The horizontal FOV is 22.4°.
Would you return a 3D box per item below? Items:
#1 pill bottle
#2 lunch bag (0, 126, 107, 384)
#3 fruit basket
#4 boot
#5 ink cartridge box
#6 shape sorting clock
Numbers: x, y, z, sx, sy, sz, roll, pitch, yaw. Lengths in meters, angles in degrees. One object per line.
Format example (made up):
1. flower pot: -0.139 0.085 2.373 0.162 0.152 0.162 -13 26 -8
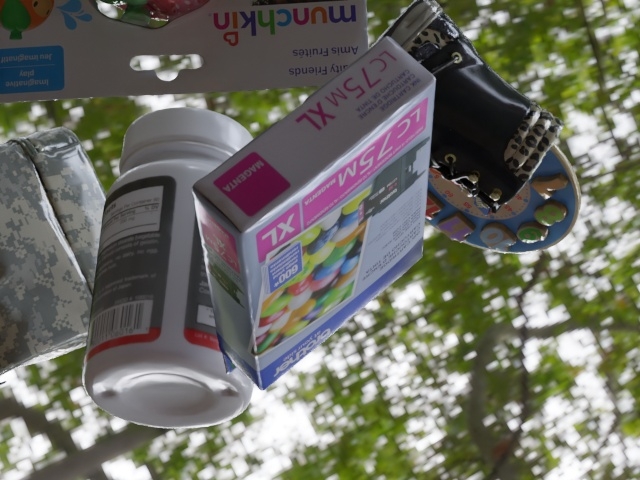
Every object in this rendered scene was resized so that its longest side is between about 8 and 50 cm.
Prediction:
1. pill bottle: -0.137 0.024 1.569 0.161 0.161 0.283 -29 -133 42
2. lunch bag: -0.409 0.022 2.095 0.213 0.256 0.305 -20 -87 40
3. fruit basket: -0.129 -0.296 1.343 0.327 0.165 0.353 -2 -104 0
4. boot: 0.083 -0.073 1.380 0.179 0.236 0.085 39 -13 -4
5. ink cartridge box: 0.000 0.000 1.229 0.065 0.186 0.311 44 -20 20
6. shape sorting clock: 0.150 -0.059 1.546 0.206 0.040 0.206 23 -32 15
